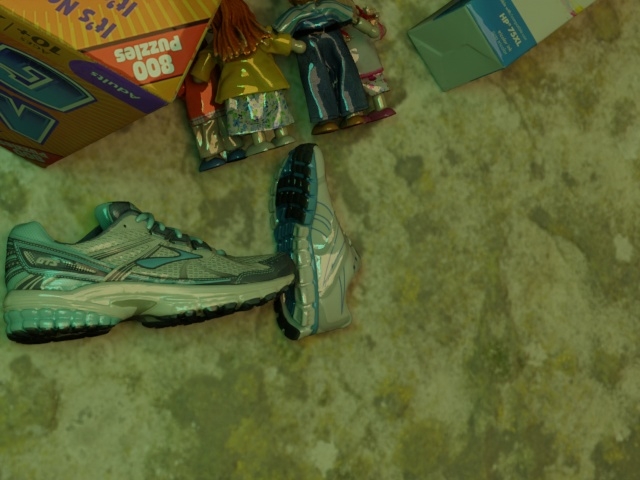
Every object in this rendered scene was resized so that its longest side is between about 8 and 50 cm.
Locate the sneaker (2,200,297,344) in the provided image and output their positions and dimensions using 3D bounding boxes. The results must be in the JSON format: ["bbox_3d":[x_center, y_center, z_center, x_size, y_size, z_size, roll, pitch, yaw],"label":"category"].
[{"bbox_3d":[-0.154,0.018,1.661,0.283,0.110,0.122,-6,83,-25],"label":"sneaker"}]

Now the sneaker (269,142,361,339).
[{"bbox_3d":[0.000,0.000,1.760,0.083,0.071,0.190,-2,93,-31],"label":"sneaker"}]

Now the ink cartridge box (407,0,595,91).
[{"bbox_3d":[0.217,-0.252,1.842,0.231,0.134,0.078,-36,99,-23],"label":"ink cartridge box"}]

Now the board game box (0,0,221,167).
[{"bbox_3d":[-0.261,-0.319,1.509,0.356,0.356,0.356,29,73,-19],"label":"board game box"}]

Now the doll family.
[{"bbox_3d":[-0.027,-0.178,1.731,0.263,0.118,0.163,-18,92,-25],"label":"doll family"}]
